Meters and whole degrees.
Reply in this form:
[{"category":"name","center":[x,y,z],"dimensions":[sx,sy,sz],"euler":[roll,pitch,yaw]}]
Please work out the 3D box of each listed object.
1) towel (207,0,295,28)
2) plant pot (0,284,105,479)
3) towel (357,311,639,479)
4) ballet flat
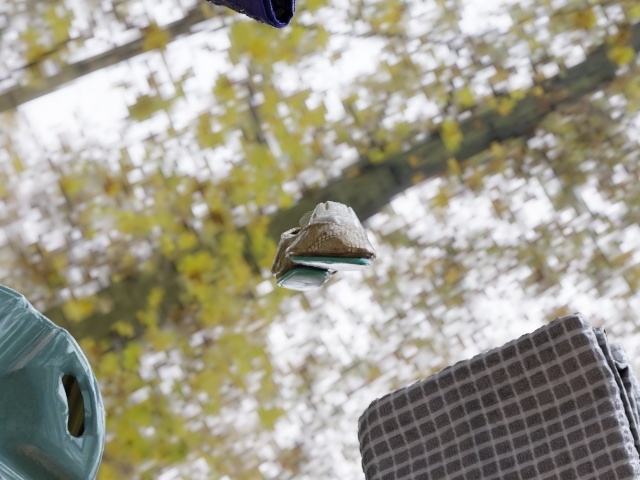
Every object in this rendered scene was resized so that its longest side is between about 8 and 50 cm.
[{"category":"towel","center":[-0.126,-0.338,1.700],"dimensions":[0.308,0.076,0.228],"euler":[28,-43,45]},{"category":"plant pot","center":[-0.342,0.216,1.548],"dimensions":[0.341,0.341,0.334],"euler":[51,-38,13]},{"category":"towel","center":[0.181,0.218,1.752],"dimensions":[0.283,0.121,0.235],"euler":[-26,-132,16]},{"category":"ballet flat","center":[0.000,0.000,1.654],"dimensions":[0.206,0.073,0.067],"euler":[159,-60,-70]}]
